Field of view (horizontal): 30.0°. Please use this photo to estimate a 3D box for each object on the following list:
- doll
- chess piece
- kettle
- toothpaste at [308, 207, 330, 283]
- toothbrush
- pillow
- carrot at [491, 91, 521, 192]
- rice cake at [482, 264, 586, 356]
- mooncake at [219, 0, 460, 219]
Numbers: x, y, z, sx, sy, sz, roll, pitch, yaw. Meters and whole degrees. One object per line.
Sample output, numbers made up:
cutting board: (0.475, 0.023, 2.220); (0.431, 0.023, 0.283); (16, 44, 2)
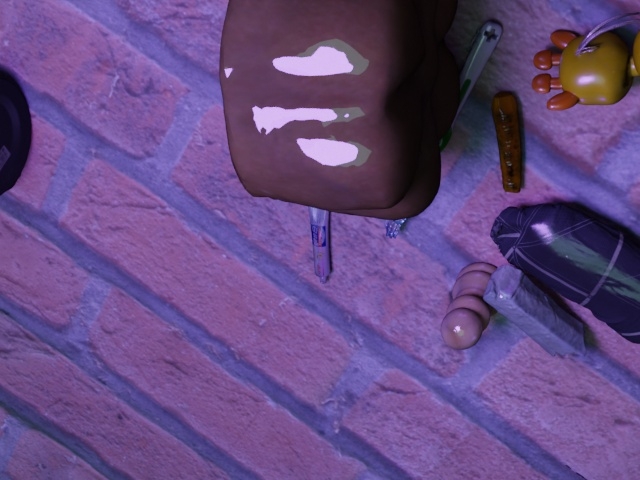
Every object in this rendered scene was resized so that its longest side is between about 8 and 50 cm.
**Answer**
doll: (0.412, -0.252, 1.717); (0.220, 0.143, 0.135); (-2, 152, 23)
chess piece: (0.247, 0.114, 1.977); (0.094, 0.170, 0.094); (11, 121, 19)
kettle: (-0.717, -0.185, 2.214); (0.324, 0.228, 0.321); (10, 154, 21)
toothpaste: (0.000, 0.000, 2.104); (0.045, 0.028, 0.170); (11, 121, 26)
toothbrush: (0.190, -0.173, 1.919); (0.042, 0.040, 0.418); (18, 123, -12)
pillow: (0.427, 0.045, 1.906); (0.335, 0.093, 0.161); (32, 132, 4)
carrot: (0.294, -0.151, 1.881); (0.042, 0.042, 0.171); (3, 121, 22)
rice cake: (0.353, 0.118, 1.969); (0.206, 0.069, 0.063); (36, 147, -23)
mooncake: (0.044, -0.253, 1.678); (0.262, 0.467, 0.467); (7, 121, 18)
